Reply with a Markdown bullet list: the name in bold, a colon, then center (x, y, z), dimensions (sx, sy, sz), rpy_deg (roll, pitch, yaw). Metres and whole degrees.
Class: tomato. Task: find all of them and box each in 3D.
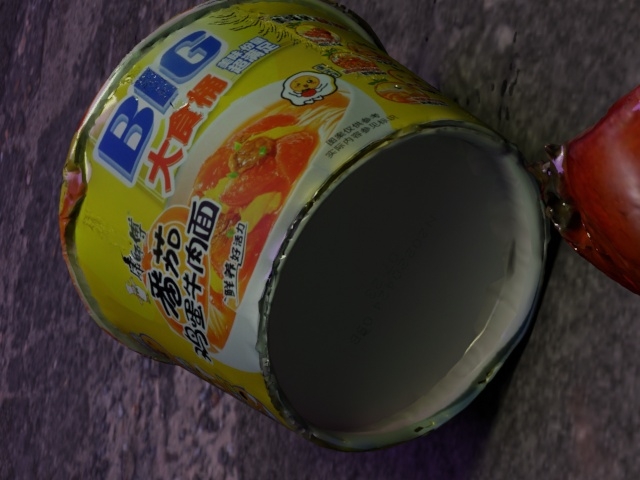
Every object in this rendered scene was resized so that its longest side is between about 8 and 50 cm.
- **tomato**: center (0.164, -0.031, 0.578), dimensions (0.099, 0.173, 0.189), rpy_deg (59, 175, 7)

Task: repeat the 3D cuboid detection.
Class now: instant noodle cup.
- **instant noodle cup**: center (0.000, 0.000, 0.817), dimensions (0.153, 0.205, 0.205), rpy_deg (36, 112, 48)
